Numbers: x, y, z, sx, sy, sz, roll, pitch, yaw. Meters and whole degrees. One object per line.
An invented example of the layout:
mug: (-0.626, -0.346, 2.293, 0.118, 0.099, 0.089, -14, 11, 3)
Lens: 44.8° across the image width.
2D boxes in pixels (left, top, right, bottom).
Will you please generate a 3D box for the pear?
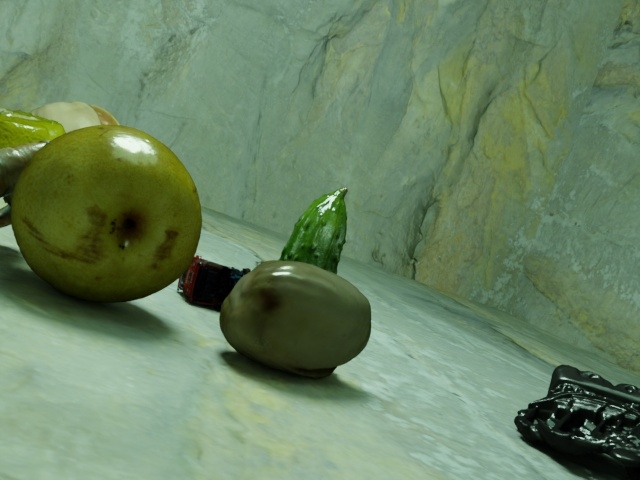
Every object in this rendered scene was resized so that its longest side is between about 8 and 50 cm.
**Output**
pear: (-0.241, -0.028, 0.876, 0.208, 0.209, 0.209, 20, 3, -1)

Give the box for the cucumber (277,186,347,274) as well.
cucumber: (-0.003, -0.001, 1.622, 0.134, 0.245, 0.134, 23, 8, -3)

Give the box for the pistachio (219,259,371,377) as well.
pistachio: (-0.022, 0.094, 0.892, 0.129, 0.131, 0.206, -29, -34, 32)

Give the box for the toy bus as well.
toy bus: (-0.100, 0.079, 1.155, 0.234, 0.074, 0.096, 19, -6, -33)

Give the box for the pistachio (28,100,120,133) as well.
pistachio: (-0.584, -0.217, 1.854, 0.309, 0.230, 0.230, 41, 12, 25)

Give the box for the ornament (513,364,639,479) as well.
ornament: (0.360, 0.249, 0.970, 0.251, 0.106, 0.260, 14, 8, 32)

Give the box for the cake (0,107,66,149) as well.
cake: (-0.682, -0.211, 1.678, 0.260, 0.156, 0.179, 16, 16, 36)

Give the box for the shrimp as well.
shrimp: (-0.410, -0.039, 0.888, 0.058, 0.169, 0.296, 51, 40, 10)
